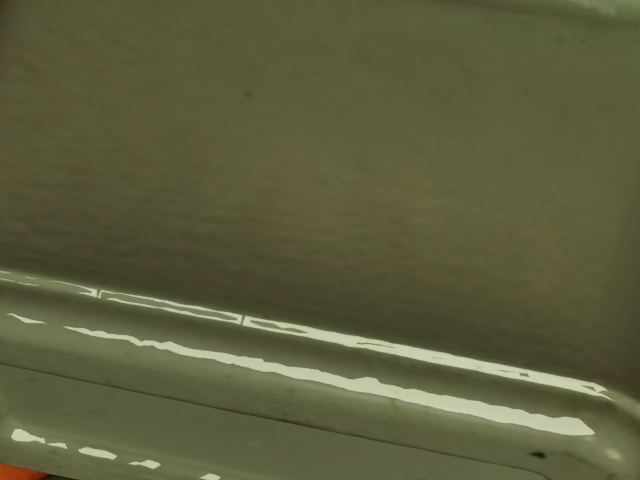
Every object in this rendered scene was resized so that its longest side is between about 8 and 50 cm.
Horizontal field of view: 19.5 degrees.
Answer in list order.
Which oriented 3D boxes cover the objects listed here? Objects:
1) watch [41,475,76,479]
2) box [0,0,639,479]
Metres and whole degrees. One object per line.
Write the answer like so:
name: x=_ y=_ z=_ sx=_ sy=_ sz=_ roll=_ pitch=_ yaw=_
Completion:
watch: x=-0.051 y=0.188 z=0.891 sx=0.237 sy=0.068 sz=0.195 roll=-20 pitch=108 yaw=29
box: x=0.000 y=0.000 z=0.672 sx=0.312 sy=0.182 sz=0.175 roll=11 pitch=148 yaw=12
